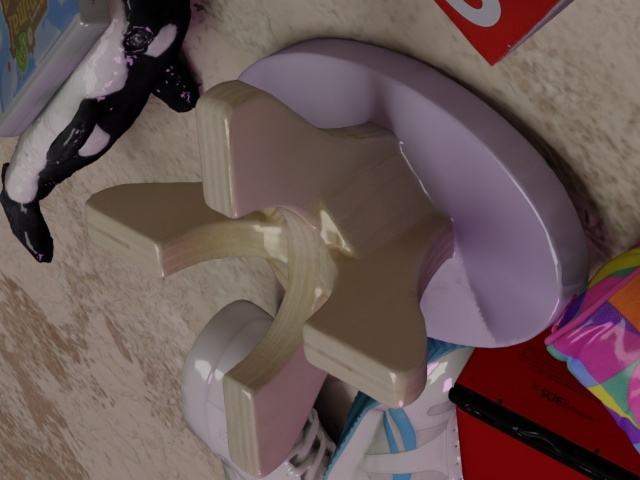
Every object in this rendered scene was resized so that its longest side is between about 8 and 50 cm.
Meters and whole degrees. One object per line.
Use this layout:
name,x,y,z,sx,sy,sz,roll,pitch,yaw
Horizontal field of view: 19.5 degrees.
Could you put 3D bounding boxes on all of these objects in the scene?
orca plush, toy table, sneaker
orca plush,-0.134,-0.086,1.255,0.102,0.151,0.287,15,129,-18
toy table,0.000,0.000,1.081,0.274,0.161,0.252,15,126,44
sneaker,0.076,0.111,1.244,0.092,0.087,0.228,24,147,-1
sneaker,0.001,0.166,1.394,0.169,0.108,0.292,30,157,28

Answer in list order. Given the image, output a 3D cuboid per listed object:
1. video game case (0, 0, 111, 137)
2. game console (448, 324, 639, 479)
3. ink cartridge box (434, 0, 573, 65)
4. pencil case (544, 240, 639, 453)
video game case,-0.192,-0.189,1.192,0.212,0.023,0.193,-34,66,62
game console,0.157,0.115,1.119,0.144,0.124,0.085,26,170,35
ink cartridge box,0.066,-0.248,0.697,0.272,0.130,0.309,49,161,2
pencil case,0.222,0.109,1.002,0.236,0.104,0.104,52,152,-1
